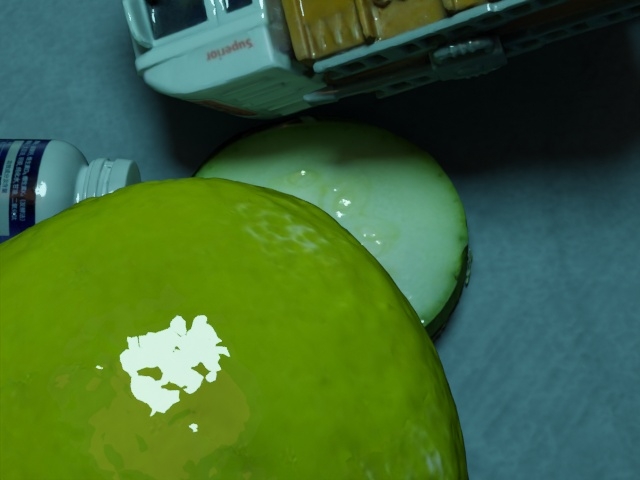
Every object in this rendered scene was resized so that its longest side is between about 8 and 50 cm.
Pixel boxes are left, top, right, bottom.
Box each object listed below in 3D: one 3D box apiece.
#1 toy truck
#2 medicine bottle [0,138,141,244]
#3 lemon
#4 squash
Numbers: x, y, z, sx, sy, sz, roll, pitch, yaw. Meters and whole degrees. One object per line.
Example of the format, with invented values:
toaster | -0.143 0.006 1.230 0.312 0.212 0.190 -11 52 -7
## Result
toy truck | 0.043 -0.202 0.898 0.387 0.173 0.207 -15 80 25
medicine bottle | -0.227 -0.019 0.928 0.191 0.107 0.107 1 62 2
lemon | -0.077 0.133 0.726 0.348 0.348 0.348 -1 62 2
squash | 0.000 0.003 0.951 0.219 0.041 0.219 -1 57 2
